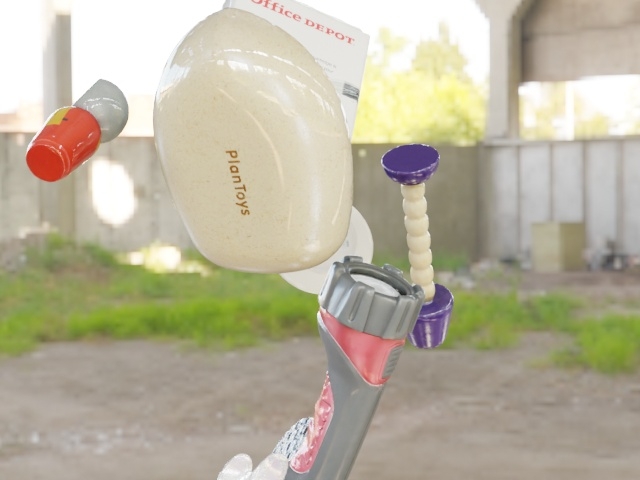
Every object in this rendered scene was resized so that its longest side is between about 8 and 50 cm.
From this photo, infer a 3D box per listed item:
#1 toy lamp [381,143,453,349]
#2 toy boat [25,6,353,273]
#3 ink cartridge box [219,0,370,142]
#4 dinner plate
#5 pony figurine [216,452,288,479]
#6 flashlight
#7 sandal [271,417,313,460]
[{"bbox_3d":[0.122,0.014,1.848,0.080,0.274,0.080,-6,31,4],"label":"toy lamp"},{"bbox_3d":[-0.119,-0.103,1.422,0.318,0.267,0.148,4,31,18],"label":"toy boat"},{"bbox_3d":[-0.053,-0.156,1.677,0.172,0.237,0.100,21,-37,-15],"label":"ink cartridge box"},{"bbox_3d":[0.000,0.000,1.862,0.141,0.141,0.017,-1,-21,-17],"label":"dinner plate"},{"bbox_3d":[0.002,0.382,1.232,0.303,0.363,0.351,11,29,8],"label":"pony figurine"},{"bbox_3d":[0.007,0.168,1.511,0.103,0.304,0.103,16,19,-18],"label":"flashlight"},{"bbox_3d":[-0.018,0.410,1.797,0.107,0.445,0.167,30,-55,-23],"label":"sandal"}]
